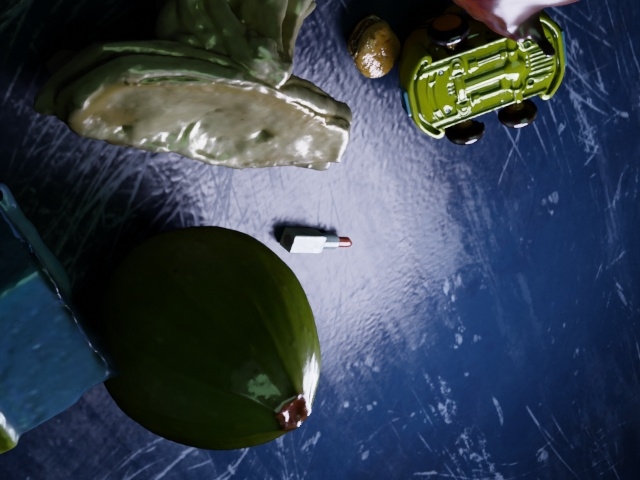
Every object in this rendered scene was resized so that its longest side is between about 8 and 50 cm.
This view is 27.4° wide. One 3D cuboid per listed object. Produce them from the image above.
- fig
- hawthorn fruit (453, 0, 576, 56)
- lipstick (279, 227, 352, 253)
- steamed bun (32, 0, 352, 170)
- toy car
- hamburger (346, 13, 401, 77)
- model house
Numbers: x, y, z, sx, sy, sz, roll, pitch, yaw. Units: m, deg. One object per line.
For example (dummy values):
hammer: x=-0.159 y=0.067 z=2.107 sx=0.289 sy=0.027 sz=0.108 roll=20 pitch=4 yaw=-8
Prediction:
fig: x=-0.132 y=0.141 z=1.724 sx=0.316 sy=0.316 sz=0.316 roll=-22 pitch=130 yaw=-29
hawthorn fruit: x=0.253 y=-0.442 z=1.684 sx=0.308 sy=0.308 sz=0.325 roll=-20 pitch=145 yaw=-30
lipstick: x=0.000 y=0.001 z=1.952 sx=0.129 sy=0.030 sz=0.030 roll=2 pitch=116 yaw=-42
steamed bun: x=-0.122 y=-0.227 z=1.599 sx=0.428 sy=0.189 sz=0.247 roll=5 pitch=153 yaw=-36
toy car: x=0.221 y=-0.260 z=1.885 sx=0.247 sy=0.142 sz=0.200 roll=-16 pitch=129 yaw=-7
hamburger: x=0.075 y=-0.268 z=1.825 sx=0.076 sy=0.044 sz=0.083 roll=-50 pitch=140 yaw=-1
model house: x=-0.421 y=0.122 z=1.546 sx=0.303 sy=0.215 sz=0.237 roll=-36 pitch=136 yaw=-11
